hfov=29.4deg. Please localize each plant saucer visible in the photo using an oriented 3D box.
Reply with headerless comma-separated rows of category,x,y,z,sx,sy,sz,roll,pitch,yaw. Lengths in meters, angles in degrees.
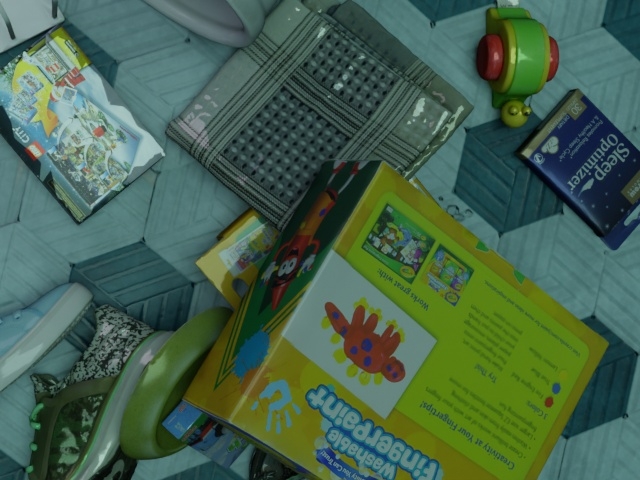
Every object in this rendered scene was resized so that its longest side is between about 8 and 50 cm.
plant saucer,-0.175,0.202,1.646,0.037,0.241,0.241,31,84,21

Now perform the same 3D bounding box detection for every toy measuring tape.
toy measuring tape,0.290,-0.331,1.786,0.121,0.121,0.330,0,91,-12

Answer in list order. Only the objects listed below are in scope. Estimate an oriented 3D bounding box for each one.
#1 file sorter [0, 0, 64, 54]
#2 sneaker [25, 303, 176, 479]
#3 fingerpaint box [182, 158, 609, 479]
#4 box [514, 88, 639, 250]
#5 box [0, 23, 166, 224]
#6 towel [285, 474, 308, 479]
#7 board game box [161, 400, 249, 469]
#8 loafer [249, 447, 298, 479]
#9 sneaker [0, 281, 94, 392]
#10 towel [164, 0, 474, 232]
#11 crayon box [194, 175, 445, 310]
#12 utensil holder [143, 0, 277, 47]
file sorter,-0.505,-0.322,1.592,0.277,0.173,0.193,-29,96,-9
sneaker,-0.341,0.264,1.683,0.182,0.158,0.410,34,86,21
fingerpaint box,0.107,0.168,1.595,0.445,0.163,0.371,36,77,-26
box,0.420,-0.105,1.859,0.225,0.036,0.136,43,83,-11
box,-0.349,-0.159,1.692,0.159,0.044,0.233,-40,98,-8
towel,-0.019,0.399,1.739,0.113,0.023,0.152,-15,113,-47
board game box,-0.118,0.225,1.673,0.039,0.211,0.160,39,83,23
loafer,-0.064,0.377,1.741,0.096,0.084,0.267,21,88,-18
sneaker,-0.478,0.149,1.630,0.366,0.135,0.150,-39,95,-13
towel,-0.001,-0.175,1.696,0.312,0.056,0.324,40,79,16
crayon box,0.000,0.000,1.749,0.323,0.083,0.203,-41,98,-9
utensil holder,-0.114,-0.500,1.595,0.327,0.327,0.385,36,82,-10
